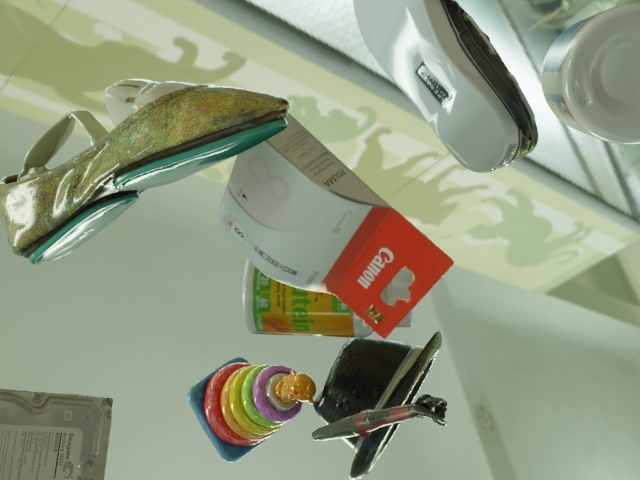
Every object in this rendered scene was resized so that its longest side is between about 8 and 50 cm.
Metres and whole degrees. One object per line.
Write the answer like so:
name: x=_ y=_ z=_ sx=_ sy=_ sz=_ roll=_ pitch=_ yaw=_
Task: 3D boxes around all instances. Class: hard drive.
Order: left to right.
hard drive: x=-0.467 y=0.341 z=1.133 sx=0.339 sy=0.064 sz=0.236 roll=25 pitch=-115 yaw=-54

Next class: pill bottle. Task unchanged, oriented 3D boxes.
pill bottle: x=0.015 y=0.077 z=1.140 sx=0.136 sy=0.246 sz=0.136 roll=1 pitch=-90 yaw=-83
pill bottle: x=0.289 y=-0.166 z=0.759 sx=0.124 sy=0.124 sz=0.221 roll=51 pitch=-165 yaw=-4

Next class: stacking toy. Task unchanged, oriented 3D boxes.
stacking toy: x=-0.097 y=0.289 z=1.408 sx=0.166 sy=0.302 sz=0.175 roll=-31 pitch=-91 yaw=-39

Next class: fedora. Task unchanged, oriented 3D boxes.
fedora: x=0.091 y=0.268 z=1.389 sx=0.152 sy=0.334 sz=0.334 roll=29 pitch=-150 yaw=14

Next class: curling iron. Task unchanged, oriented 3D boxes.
curling iron: x=0.073 y=0.258 z=1.054 sx=0.068 sy=0.274 sz=0.035 roll=24 pitch=-124 yaw=-30

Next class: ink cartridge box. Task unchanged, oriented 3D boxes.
ink cartridge box: x=0.000 y=0.000 z=0.790 sx=0.232 sy=0.189 sz=0.066 roll=46 pitch=-124 yaw=11

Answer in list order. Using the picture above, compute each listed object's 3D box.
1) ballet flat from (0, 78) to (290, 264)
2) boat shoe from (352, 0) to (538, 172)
ballet flat: x=-0.189 y=-0.085 z=0.716 sx=0.123 sy=0.349 sz=0.123 roll=37 pitch=-139 yaw=-40
boat shoe: x=0.147 y=-0.217 z=0.876 sx=0.102 sy=0.108 sz=0.301 roll=-22 pitch=-108 yaw=-40
